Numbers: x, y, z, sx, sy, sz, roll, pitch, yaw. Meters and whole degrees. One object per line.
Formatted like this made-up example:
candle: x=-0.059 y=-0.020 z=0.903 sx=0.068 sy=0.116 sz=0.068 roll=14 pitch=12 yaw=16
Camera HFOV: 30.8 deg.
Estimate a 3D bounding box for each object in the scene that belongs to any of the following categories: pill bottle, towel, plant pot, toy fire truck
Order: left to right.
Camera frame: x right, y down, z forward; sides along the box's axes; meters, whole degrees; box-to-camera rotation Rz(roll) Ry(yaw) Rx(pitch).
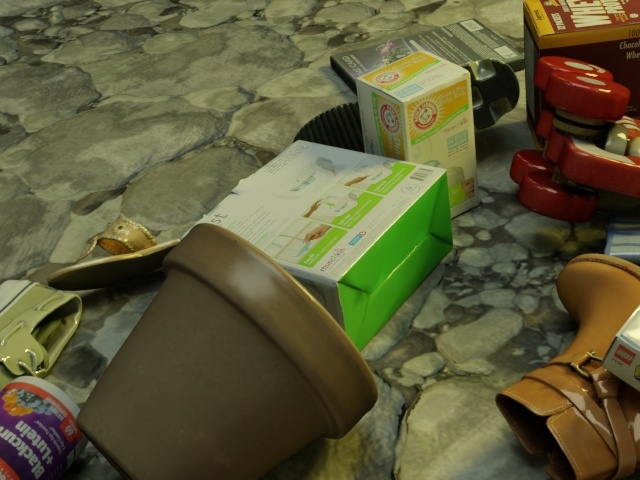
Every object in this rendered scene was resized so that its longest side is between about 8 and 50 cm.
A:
pill bottle: x=-0.329 y=0.235 z=1.166 sx=0.108 sy=0.108 sz=0.193 roll=9 pitch=37 yaw=25
plant pot: x=-0.112 y=0.150 z=1.154 sx=0.229 sy=0.263 sz=0.263 roll=-44 pitch=44 yaw=-16
toy fire truck: x=0.386 y=-0.115 z=1.467 sx=0.254 sy=0.169 sz=0.302 roll=11 pitch=18 yaw=1
towel: x=0.474 y=0.005 z=1.343 sx=0.285 sy=0.034 sz=0.209 roll=2 pitch=14 yaw=15

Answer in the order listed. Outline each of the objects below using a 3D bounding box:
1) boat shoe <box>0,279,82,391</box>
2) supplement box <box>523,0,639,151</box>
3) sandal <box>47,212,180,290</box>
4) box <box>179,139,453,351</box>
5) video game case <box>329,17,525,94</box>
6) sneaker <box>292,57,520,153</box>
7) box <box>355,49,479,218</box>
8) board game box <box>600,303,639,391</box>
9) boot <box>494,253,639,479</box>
boat shoe: x=-0.360 y=0.134 z=1.331 sx=0.094 sy=0.109 sz=0.302 roll=0 pitch=31 yaw=9
supplement box: x=0.393 y=-0.239 z=1.642 sx=0.191 sy=0.194 sz=0.129 roll=-7 pitch=33 yaw=3
sandal: x=-0.238 y=0.002 z=1.499 sx=0.240 sy=0.088 sz=0.079 roll=-11 pitch=70 yaw=-14
box: x=0.000 y=0.000 z=1.430 sx=0.231 sy=0.126 sz=0.262 roll=13 pitch=39 yaw=31
video game case: x=0.176 y=-0.298 z=1.938 sx=0.274 sy=0.026 sz=0.196 roll=-17 pitch=34 yaw=-11
sneaker: x=0.122 y=-0.168 z=1.685 sx=0.330 sy=0.122 sz=0.146 roll=-18 pitch=8 yaw=3
box: x=0.129 y=-0.129 z=1.526 sx=0.114 sy=0.203 sz=0.103 roll=-25 pitch=37 yaw=-24
board game box: x=0.444 y=0.135 z=1.098 sx=0.305 sy=0.053 sz=0.193 roll=34 pitch=48 yaw=19
boot: x=0.271 y=0.133 z=1.199 sx=0.220 sy=0.109 sz=0.283 roll=-20 pitch=45 yaw=-18
